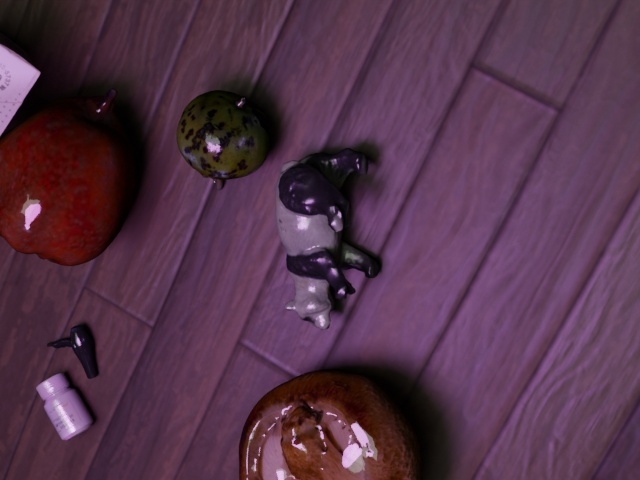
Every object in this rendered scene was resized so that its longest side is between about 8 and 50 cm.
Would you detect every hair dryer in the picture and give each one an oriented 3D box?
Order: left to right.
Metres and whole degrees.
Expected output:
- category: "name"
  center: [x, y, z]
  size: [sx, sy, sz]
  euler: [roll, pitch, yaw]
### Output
- category: "hair dryer"
  center: [-0.358, 0.160, 1.613]
  size: [0.083, 0.031, 0.079]
  euler: [-4, 106, 36]

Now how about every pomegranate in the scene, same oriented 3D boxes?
- category: "pomegranate"
  center: [-0.129, -0.122, 1.435]
  size: [0.122, 0.122, 0.161]
  euler: [41, 140, 11]

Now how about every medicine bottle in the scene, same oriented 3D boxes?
- category: "medicine bottle"
  center: [-0.368, 0.238, 1.608]
  size: [0.052, 0.052, 0.089]
  euler: [-32, 86, 23]

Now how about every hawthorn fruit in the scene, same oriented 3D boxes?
- category: "hawthorn fruit"
  center: [-0.326, -0.091, 1.468]
  size: [0.208, 0.208, 0.248]
  euler: [35, 97, 13]

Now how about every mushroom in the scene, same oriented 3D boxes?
- category: "mushroom"
  center: [0.015, 0.279, 1.408]
  size: [0.253, 0.153, 0.253]
  euler: [6, 102, 30]

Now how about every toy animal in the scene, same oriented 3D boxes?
- category: "toy animal"
  center: [0.000, 0.000, 1.406]
  size: [0.121, 0.094, 0.225]
  euler: [3, 109, 31]

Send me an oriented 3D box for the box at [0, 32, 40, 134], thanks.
- category: "box"
  center: [-0.504, -0.126, 1.480]
  size: [0.095, 0.210, 0.330]
  euler: [34, 93, -26]
